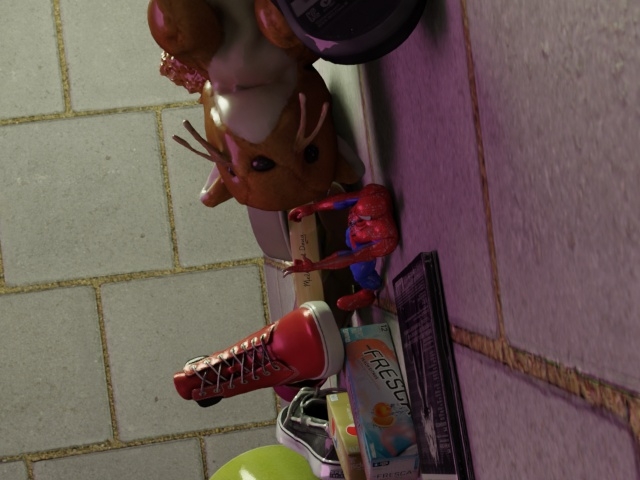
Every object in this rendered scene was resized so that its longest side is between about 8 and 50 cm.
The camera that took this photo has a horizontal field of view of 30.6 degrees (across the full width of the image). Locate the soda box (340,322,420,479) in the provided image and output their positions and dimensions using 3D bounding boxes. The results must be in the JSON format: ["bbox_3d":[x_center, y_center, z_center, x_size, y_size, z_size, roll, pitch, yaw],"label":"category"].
[{"bbox_3d":[0.065,0.184,1.326,0.063,0.058,0.183,91,169,-49],"label":"soda box"}]

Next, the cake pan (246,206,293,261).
[{"bbox_3d":[-0.044,-0.102,1.561,0.293,0.054,0.293,-2,-90,-76],"label":"cake pan"}]

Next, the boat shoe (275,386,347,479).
[{"bbox_3d":[-0.002,0.279,1.804,0.306,0.113,0.105,-148,58,-78],"label":"boat shoe"}]

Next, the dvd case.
[{"bbox_3d":[0.104,0.132,1.104,0.164,0.018,0.221,119,144,-77],"label":"dvd case"}]

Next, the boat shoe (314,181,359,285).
[{"bbox_3d":[0.031,-0.014,1.465,0.049,0.056,0.152,-64,-30,-51],"label":"boat shoe"}]

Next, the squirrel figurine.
[{"bbox_3d":[-0.066,-0.225,1.284,0.397,0.281,0.370,-102,-2,-80],"label":"squirrel figurine"}]

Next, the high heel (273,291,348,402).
[{"bbox_3d":[-0.031,0.206,1.845,0.377,0.127,0.181,97,175,-53],"label":"high heel"}]

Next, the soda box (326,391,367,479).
[{"bbox_3d":[0.051,0.265,1.549,0.181,0.058,0.061,-114,18,-71],"label":"soda box"}]

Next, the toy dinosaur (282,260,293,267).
[{"bbox_3d":[-0.005,0.026,1.696,0.183,0.053,0.092,-158,78,-71],"label":"toy dinosaur"}]

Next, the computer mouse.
[{"bbox_3d":[0.017,-0.239,1.000,0.072,0.188,0.272,43,-165,-49],"label":"computer mouse"}]

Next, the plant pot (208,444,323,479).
[{"bbox_3d":[-0.045,0.540,1.976,0.293,0.275,0.274,-139,39,-57],"label":"plant pot"}]

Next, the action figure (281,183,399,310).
[{"bbox_3d":[0.012,0.010,1.297,0.280,0.139,0.091,108,153,-70],"label":"action figure"}]

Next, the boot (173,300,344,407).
[{"bbox_3d":[-0.080,0.145,1.391,0.244,0.176,0.088,134,120,-66],"label":"boot"}]

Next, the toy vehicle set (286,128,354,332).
[{"bbox_3d":[0.000,0.000,1.531,0.166,0.035,0.266,-53,-41,-69],"label":"toy vehicle set"}]
